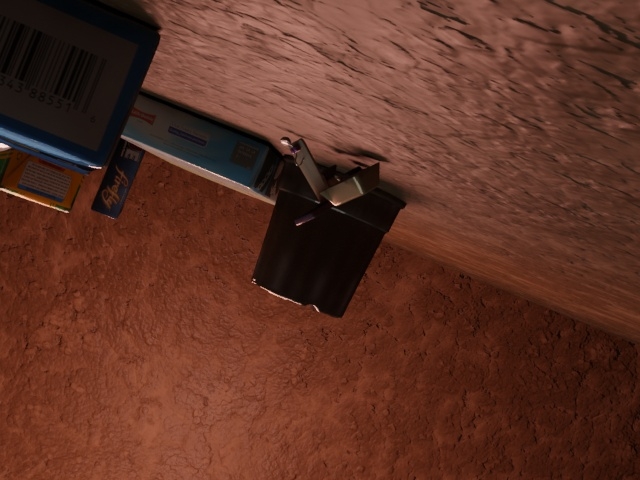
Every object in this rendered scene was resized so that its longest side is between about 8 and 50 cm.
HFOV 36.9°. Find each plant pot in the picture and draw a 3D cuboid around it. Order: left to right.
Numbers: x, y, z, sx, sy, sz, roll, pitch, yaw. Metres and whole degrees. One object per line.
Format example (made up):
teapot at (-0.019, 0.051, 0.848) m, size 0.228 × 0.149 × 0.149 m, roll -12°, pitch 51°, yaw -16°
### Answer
plant pot at (0.000, 0.000, 1.209) m, size 0.167 × 0.165 × 0.167 m, roll 22°, pitch 180°, yaw 0°

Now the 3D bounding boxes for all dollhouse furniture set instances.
dollhouse furniture set at (0.018, -0.080, 0.903) m, size 0.114 × 0.091 × 0.081 m, roll -21°, pitch 99°, yaw 57°

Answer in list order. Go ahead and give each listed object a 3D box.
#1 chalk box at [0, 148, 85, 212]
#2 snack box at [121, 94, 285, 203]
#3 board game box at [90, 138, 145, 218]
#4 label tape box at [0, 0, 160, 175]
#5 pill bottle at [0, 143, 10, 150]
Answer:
chalk box at (-0.468, -0.181, 1.322) m, size 0.289 × 0.179 × 0.180 m, roll 22°, pitch 179°, yaw 21°
snack box at (-0.140, -0.112, 1.277) m, size 0.187 × 0.060 × 0.322 m, roll 22°, pitch 179°, yaw 5°
board game box at (-0.301, -0.119, 1.487) m, size 0.042 × 0.165 × 0.243 m, roll 22°, pitch 180°, yaw -11°
label tape box at (-0.269, -0.141, 0.744) m, size 0.241 × 0.105 × 0.334 m, roll 22°, pitch 178°, yaw -15°
pill bottle at (-0.458, -0.179, 1.044) m, size 0.161 × 0.161 × 0.283 m, roll 22°, pitch -172°, yaw 29°
